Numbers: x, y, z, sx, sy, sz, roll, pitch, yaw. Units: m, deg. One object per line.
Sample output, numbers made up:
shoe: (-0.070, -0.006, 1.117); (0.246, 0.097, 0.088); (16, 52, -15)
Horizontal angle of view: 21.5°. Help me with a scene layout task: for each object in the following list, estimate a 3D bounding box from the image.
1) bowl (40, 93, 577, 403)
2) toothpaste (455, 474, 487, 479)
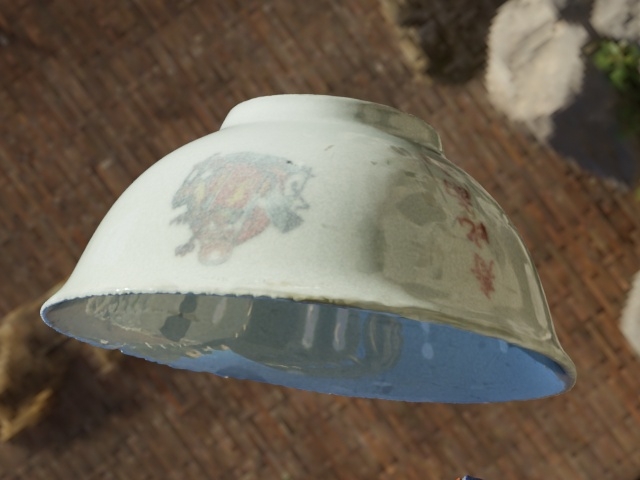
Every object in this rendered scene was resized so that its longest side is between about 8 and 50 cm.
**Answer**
bowl: (0.000, 0.000, 1.372); (0.435, 0.435, 0.196); (54, -139, -72)
toothpaste: (0.194, 0.161, 0.672); (0.076, 0.320, 0.066); (122, 158, -66)
